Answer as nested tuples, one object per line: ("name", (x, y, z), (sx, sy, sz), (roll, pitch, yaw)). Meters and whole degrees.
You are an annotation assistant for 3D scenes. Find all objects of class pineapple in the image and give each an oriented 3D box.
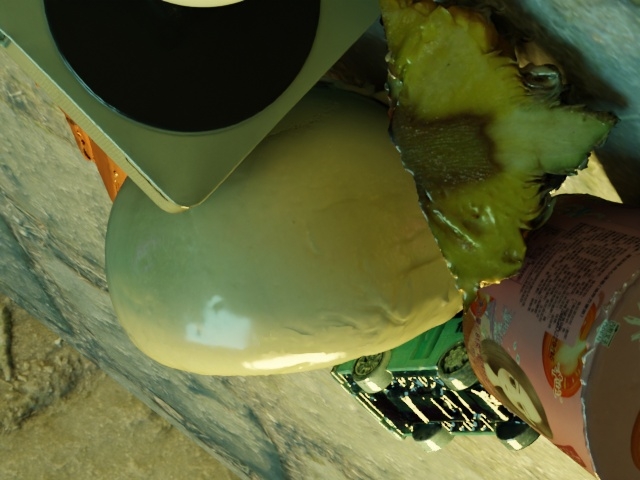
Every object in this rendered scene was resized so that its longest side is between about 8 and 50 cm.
("pineapple", (0.142, -0.099, 1.480), (0.140, 0.164, 0.250), (-59, -54, -78))

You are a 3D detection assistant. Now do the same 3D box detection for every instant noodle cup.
("instant noodle cup", (0.244, 0.080, 1.471), (0.243, 0.243, 0.231), (51, 168, -26))

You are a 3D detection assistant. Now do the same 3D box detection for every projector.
("projector", (-0.118, -0.195, 1.549), (0.257, 0.259, 0.079), (46, 164, -10))

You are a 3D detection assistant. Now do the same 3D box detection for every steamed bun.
("steamed bun", (-0.031, -0.020, 1.696), (0.333, 0.312, 0.233), (-7, 100, 26))

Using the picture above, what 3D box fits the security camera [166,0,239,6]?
("security camera", (-0.085, -0.275, 1.399), (0.194, 0.194, 0.236), (36, 165, 23))

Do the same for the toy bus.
("toy bus", (0.150, 0.111, 1.834), (0.256, 0.147, 0.128), (-8, 135, 48))

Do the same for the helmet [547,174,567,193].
("helmet", (0.172, -0.070, 1.567), (0.084, 0.049, 0.065), (2, 110, 27))

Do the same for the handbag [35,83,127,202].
("handbag", (-0.275, -0.248, 1.890), (0.410, 0.116, 0.303), (54, 167, 18))
